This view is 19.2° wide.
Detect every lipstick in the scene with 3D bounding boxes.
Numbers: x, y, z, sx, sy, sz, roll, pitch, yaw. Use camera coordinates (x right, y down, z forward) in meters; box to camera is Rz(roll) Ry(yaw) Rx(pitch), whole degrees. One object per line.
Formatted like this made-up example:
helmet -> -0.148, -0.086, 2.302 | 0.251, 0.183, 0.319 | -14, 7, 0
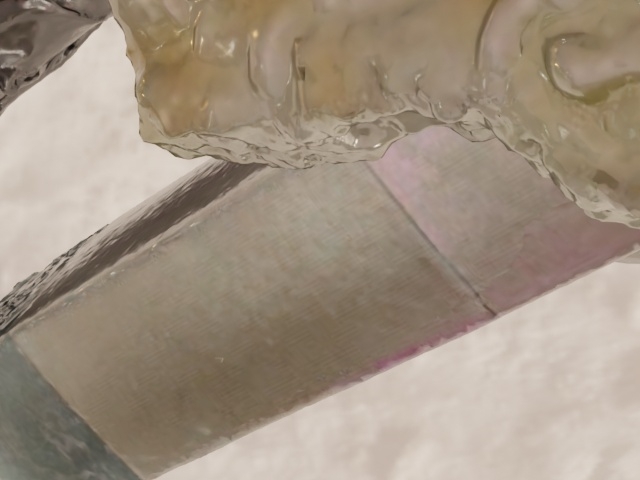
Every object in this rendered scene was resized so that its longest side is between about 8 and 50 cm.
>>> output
lipstick -> 0.000, 0.000, 0.531 | 0.068, 0.066, 0.317 | 50, 135, -11

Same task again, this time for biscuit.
biscuit -> 0.059, -0.081, 0.327 | 0.265, 0.040, 0.188 | -30, 78, 36

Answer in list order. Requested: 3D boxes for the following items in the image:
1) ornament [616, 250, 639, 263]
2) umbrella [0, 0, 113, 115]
ornament -> 0.208, -0.154, 1.164 | 0.337, 0.337, 0.337 | -1, 88, 26
umbrella -> -0.213, -0.056, 0.874 | 0.326, 0.094, 0.090 | -39, 58, -3
